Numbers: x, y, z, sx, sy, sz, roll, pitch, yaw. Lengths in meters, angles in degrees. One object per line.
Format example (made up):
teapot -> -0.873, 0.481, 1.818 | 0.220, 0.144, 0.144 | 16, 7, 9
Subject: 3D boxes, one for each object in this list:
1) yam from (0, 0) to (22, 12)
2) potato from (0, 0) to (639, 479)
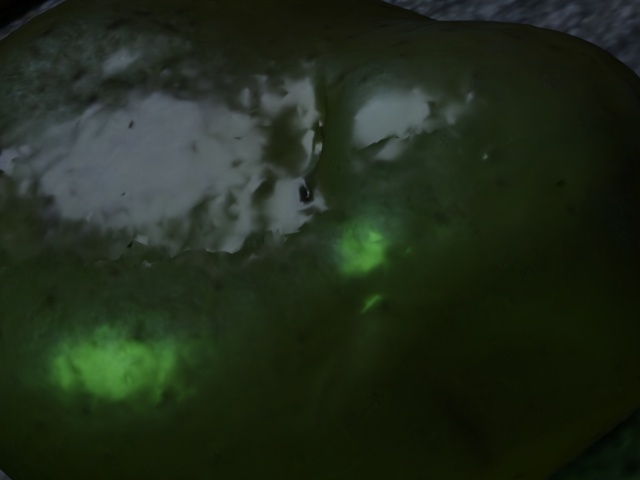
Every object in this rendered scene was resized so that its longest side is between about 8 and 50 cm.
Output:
yam -> -0.203, -0.139, 0.951 | 0.241, 0.056, 0.057 | -32, 28, 1
potato -> 0.000, 0.000, 0.428 | 0.194, 0.157, 0.157 | -11, 35, 32
